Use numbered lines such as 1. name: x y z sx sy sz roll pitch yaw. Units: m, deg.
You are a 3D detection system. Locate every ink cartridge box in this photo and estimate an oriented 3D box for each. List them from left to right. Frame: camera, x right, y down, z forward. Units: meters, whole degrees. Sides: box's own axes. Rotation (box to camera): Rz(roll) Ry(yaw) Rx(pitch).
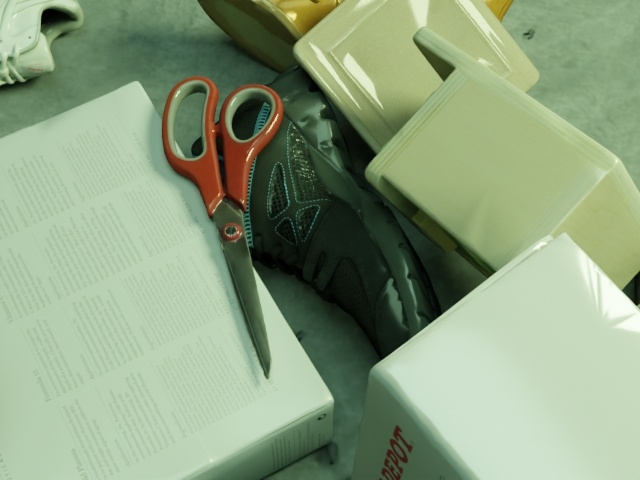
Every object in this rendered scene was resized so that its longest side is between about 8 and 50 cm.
1. ink cartridge box: 0.202 0.232 0.749 0.166 0.285 0.395 -33 69 -18

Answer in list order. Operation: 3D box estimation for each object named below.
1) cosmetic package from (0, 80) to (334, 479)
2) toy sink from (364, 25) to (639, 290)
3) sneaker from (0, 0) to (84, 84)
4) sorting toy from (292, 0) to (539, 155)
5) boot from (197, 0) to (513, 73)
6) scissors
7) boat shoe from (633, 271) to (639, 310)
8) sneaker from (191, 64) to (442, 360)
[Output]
1. cosmetic package: -0.202 0.069 0.980 0.284 0.097 0.377 -24 62 -16
2. toy sink: 0.140 -0.045 0.946 0.131 0.153 0.234 -47 53 2
3. sneaker: -0.329 -0.191 1.147 0.115 0.090 0.232 32 65 14
4. sorting toy: 0.088 -0.166 1.079 0.196 0.047 0.347 -44 101 -19
5. boot: 0.040 -0.258 1.168 0.295 0.104 0.211 29 70 3
6. scissors: -0.087 -0.018 0.972 0.109 0.021 0.297 -1 62 2
7. boat shoe: 0.302 0.068 0.985 0.079 0.084 0.233 -13 62 -8
8. sneaker: 0.000 0.000 1.025 0.140 0.125 0.340 -30 56 1
